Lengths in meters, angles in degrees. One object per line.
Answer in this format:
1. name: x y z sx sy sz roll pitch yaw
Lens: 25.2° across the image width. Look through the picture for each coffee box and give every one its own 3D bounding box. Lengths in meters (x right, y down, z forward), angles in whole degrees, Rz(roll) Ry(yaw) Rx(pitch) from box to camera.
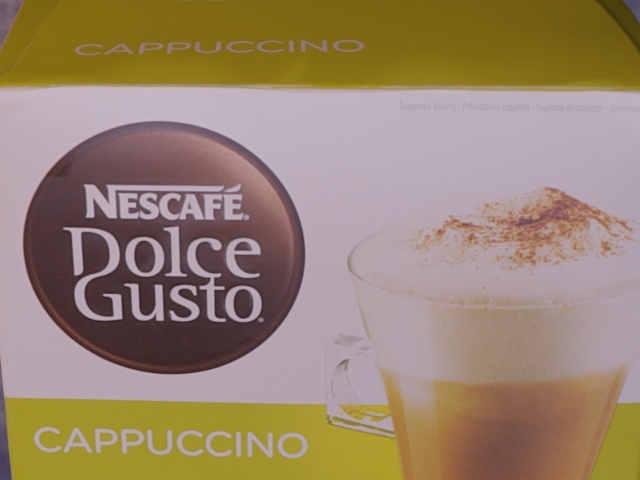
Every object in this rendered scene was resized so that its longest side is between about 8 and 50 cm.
1. coffee box: 0.000 0.000 0.864 0.337 0.338 0.334 1 117 -2
